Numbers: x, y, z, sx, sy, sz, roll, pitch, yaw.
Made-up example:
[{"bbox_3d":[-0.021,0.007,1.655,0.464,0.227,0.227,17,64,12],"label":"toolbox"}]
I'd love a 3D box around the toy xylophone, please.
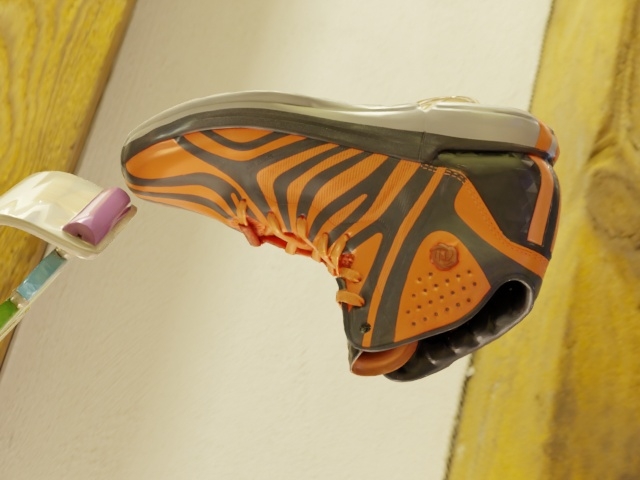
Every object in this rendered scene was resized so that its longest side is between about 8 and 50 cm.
[{"bbox_3d":[-0.271,0.081,0.896,0.081,0.323,0.236,42,-154,-6],"label":"toy xylophone"}]

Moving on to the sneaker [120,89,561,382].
[{"bbox_3d":[0.000,0.000,0.885,0.321,0.124,0.180,1,-107,19],"label":"sneaker"}]

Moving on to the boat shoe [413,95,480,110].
[{"bbox_3d":[0.101,-0.040,1.172,0.098,0.096,0.277,-5,-148,18],"label":"boat shoe"}]
